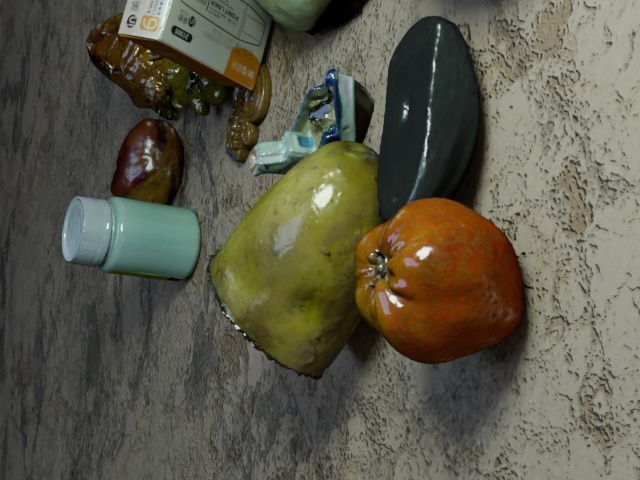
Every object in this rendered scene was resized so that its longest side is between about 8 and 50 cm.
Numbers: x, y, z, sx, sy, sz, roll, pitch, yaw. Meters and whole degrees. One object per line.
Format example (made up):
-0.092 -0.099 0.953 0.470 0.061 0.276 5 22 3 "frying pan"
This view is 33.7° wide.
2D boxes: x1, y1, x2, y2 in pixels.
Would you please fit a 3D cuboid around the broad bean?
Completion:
-0.343 -0.125 2.056 0.156 0.122 0.228 51 124 50 "broad bean"

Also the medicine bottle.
-0.340 -0.005 1.913 0.139 0.225 0.139 -23 63 55 "medicine bottle"

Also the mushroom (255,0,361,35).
-0.017 -0.433 1.528 0.344 0.130 0.247 -5 90 58 "mushroom"

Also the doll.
-0.220 -0.296 1.910 0.209 0.097 0.137 13 89 56 "doll"

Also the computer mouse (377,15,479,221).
0.133 -0.133 1.244 0.137 0.086 0.269 147 133 -60 "computer mouse"

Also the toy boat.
-0.020 -0.143 1.489 0.262 0.115 0.114 -53 41 41 "toy boat"

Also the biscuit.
-0.126 -0.219 1.788 0.124 0.026 0.175 40 118 57 "biscuit"

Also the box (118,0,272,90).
-0.177 -0.376 1.654 0.091 0.274 0.220 15 90 29 "box"

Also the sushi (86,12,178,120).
-0.354 -0.351 2.092 0.296 0.179 0.167 29 96 50 "sushi"

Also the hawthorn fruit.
0.127 0.048 1.123 0.189 0.189 0.189 -23 64 57 "hawthorn fruit"

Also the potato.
0.000 0.000 1.340 0.266 0.229 0.229 -55 38 26 "potato"
